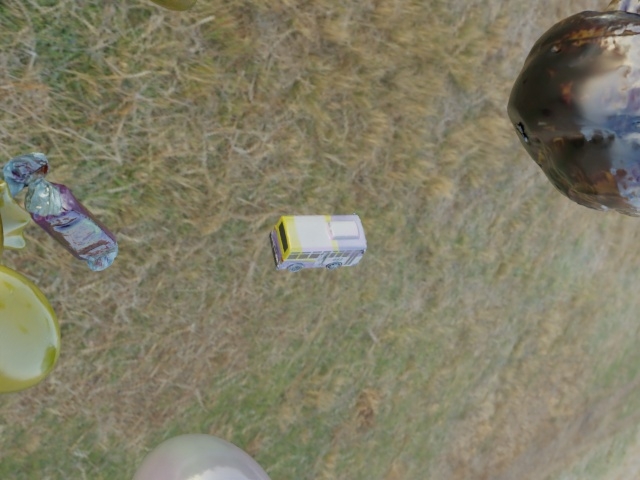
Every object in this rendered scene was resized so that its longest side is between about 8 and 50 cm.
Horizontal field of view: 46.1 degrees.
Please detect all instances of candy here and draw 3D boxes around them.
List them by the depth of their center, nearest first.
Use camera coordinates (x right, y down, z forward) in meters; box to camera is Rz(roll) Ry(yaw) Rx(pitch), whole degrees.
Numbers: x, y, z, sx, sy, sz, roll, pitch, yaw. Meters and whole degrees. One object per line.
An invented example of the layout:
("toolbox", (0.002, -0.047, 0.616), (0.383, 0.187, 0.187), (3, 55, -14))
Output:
("candy", (-0.211, -0.016, 0.638), (0.045, 0.043, 0.175), (-31, 152, -4))

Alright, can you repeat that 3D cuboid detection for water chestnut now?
("water chestnut", (0.368, -0.168, 0.910), (0.244, 0.289, 0.289), (-40, 144, 3))

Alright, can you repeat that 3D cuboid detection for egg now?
("egg", (-0.073, 0.192, 0.498), (0.103, 0.103, 0.135), (-35, 103, -38))

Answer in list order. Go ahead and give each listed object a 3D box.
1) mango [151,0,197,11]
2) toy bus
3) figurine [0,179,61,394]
("mango", (-0.271, -0.453, 1.294), (0.163, 0.111, 0.090), (102, 7, -74))
("toy bus", (0.000, 0.000, 0.841), (0.102, 0.052, 0.058), (-2, 153, -24))
("figurine", (-0.258, 0.026, 0.415), (0.215, 0.228, 0.215), (-17, 137, -17))
